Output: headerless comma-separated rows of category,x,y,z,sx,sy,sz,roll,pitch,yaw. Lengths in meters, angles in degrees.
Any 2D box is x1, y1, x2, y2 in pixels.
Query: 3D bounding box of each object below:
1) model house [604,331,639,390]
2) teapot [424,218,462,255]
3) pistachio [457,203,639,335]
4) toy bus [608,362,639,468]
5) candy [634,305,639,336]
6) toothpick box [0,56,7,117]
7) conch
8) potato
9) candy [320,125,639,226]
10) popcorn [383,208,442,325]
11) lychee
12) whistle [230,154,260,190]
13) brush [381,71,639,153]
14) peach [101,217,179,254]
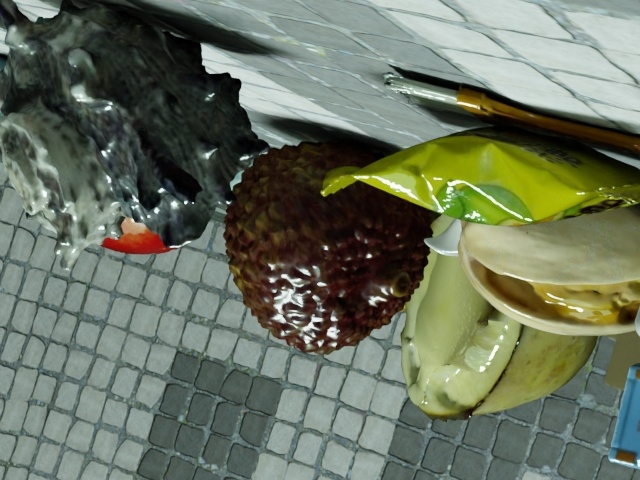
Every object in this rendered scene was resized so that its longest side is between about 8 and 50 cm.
model house,0.438,0.116,1.921,0.248,0.181,0.176,22,175,-33
teapot,0.224,-0.008,1.803,0.226,0.092,0.145,15,179,21
pistachio,0.237,0.011,1.652,0.229,0.157,0.157,14,176,18
toy bus,0.400,0.195,1.638,0.297,0.106,0.131,19,172,-42
candy,0.428,0.069,1.557,0.208,0.145,0.358,15,176,26
toothpick box,-0.401,-0.167,2.249,0.120,0.120,0.184,17,179,14
conch,-0.193,-0.086,1.526,0.313,0.241,0.186,12,-168,30
potato,0.233,0.082,2.077,0.242,0.285,0.242,10,-159,-4
candy,0.160,-0.052,1.427,0.297,0.081,0.187,3,-174,34
popcorn,0.062,0.014,2.226,0.190,0.191,0.253,3,177,-35
lychee,0.000,0.000,1.925,0.236,0.236,0.271,21,-174,-39
whistle,-0.154,-0.107,2.295,0.269,0.093,0.180,10,178,18
brush,0.202,-0.084,1.352,0.314,0.017,0.090,16,179,21
peach,-0.234,-0.078,2.145,0.196,0.190,0.226,24,163,-37
